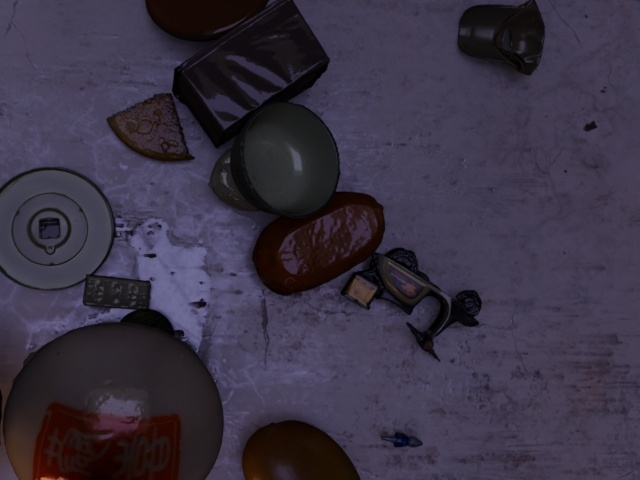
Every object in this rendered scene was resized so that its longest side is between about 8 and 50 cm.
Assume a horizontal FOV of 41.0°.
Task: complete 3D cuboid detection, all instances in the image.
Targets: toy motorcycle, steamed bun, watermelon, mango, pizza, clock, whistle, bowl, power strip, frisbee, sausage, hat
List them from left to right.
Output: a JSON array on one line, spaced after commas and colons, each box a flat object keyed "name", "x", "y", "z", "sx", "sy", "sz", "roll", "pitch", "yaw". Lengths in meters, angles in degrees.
[{"name": "clock", "x": -0.505, "y": -0.022, "z": 1.601, "sx": 0.235, "sy": 0.029, "sz": 0.235, "roll": 1, "pitch": 87, "yaw": -9}, {"name": "steamed bun", "x": -0.351, "y": 0.328, "z": 1.452, "sx": 0.374, "sy": 0.241, "sz": 0.374, "roll": -2, "pitch": 110, "yaw": -6}, {"name": "power strip", "x": -0.378, "y": 0.098, "z": 1.601, "sx": 0.123, "sy": 0.032, "sz": 0.056, "roll": 7, "pitch": 96, "yaw": -19}, {"name": "watermelon", "x": -0.336, "y": 0.185, "z": 1.582, "sx": 0.133, "sy": 0.105, "sz": 0.105, "roll": -35, "pitch": 92, "yaw": 6}, {"name": "pizza", "x": -0.318, "y": -0.221, "z": 1.638, "sx": 0.178, "sy": 0.041, "sz": 0.131, "roll": 13, "pitch": 87, "yaw": -8}, {"name": "frisbee", "x": -0.214, "y": -0.485, "z": 1.631, "sx": 0.251, "sy": 0.021, "sz": 0.250, "roll": -3, "pitch": 65, "yaw": 7}, {"name": "steamed bun", "x": -0.148, "y": -0.117, "z": 1.633, "sx": 0.130, "sy": 0.091, "sz": 0.112, "roll": 27, "pitch": 76, "yaw": -23}, {"name": "bowl", "x": -0.077, "y": -0.138, "z": 1.558, "sx": 0.211, "sy": 0.112, "sz": 0.211, "roll": 5, "pitch": 80, "yaw": -31}, {"name": "mango", "x": -0.026, "y": 0.433, "z": 1.588, "sx": 0.254, "sy": 0.139, "sz": 0.175, "roll": 34, "pitch": 51, "yaw": -12}, {"name": "sausage", "x": 0.000, "y": 0.000, "z": 1.622, "sx": 0.268, "sy": 0.141, "sz": 0.153, "roll": -28, "pitch": 99, "yaw": -9}, {"name": "whistle", "x": 0.161, "y": 0.393, "z": 1.681, "sx": 0.083, "sy": 0.033, "sz": 0.029, "roll": 9, "pitch": 77, "yaw": -7}, {"name": "toy motorcycle", "x": 0.188, "y": 0.117, "z": 1.679, "sx": 0.263, "sy": 0.091, "sz": 0.157, "roll": 33, "pitch": 90, "yaw": -4}, {"name": "hat", "x": 0.371, "y": -0.422, "z": 1.757, "sx": 0.175, "sy": 0.085, "sz": 0.147, "roll": 14, "pitch": 96, "yaw": 14}]

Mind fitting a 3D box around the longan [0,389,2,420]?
[{"name": "longan", "x": -0.710, "y": 0.284, "z": 1.374, "sx": 0.391, "sy": 0.391, "sz": 0.391, "roll": 1, "pitch": 86, "yaw": -9}]

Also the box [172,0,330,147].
[{"name": "box", "x": -0.131, "y": -0.308, "z": 1.602, "sx": 0.252, "sy": 0.188, "sz": 0.153, "roll": -35, "pitch": 92, "yaw": -12}]
